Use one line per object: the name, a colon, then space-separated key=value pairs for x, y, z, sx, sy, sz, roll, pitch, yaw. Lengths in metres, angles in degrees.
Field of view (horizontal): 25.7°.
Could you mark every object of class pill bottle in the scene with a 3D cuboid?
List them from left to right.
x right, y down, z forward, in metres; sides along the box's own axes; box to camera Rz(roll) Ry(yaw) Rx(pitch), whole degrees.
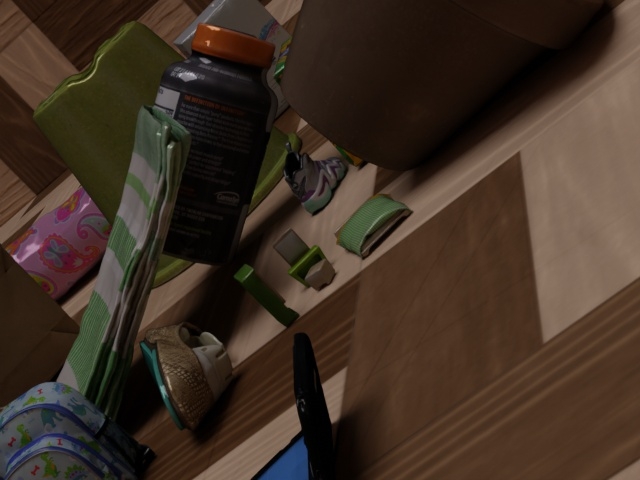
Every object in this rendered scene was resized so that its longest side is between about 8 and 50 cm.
pill bottle: x=-0.122 y=-0.106 z=1.503 sx=0.130 sy=0.130 sz=0.245 roll=-138 pitch=64 yaw=-76

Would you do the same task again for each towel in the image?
towel: x=-0.198 y=0.034 z=1.361 sx=0.248 sy=0.038 sz=0.324 roll=-144 pitch=70 yaw=-73

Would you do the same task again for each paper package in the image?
paper package: x=-0.500 y=0.197 z=1.759 sx=0.325 sy=0.168 sz=0.309 roll=-29 pitch=17 yaw=42

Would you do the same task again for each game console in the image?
game console: x=-0.029 y=0.131 z=0.889 sx=0.071 sy=0.107 sz=0.122 roll=-13 pitch=18 yaw=2

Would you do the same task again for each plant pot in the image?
plant pot: x=-0.209 y=-0.125 z=1.747 sx=0.276 sy=0.254 sz=0.276 roll=-39 pitch=15 yaw=12
plant pot: x=0.081 y=-0.193 z=1.246 sx=0.229 sy=0.263 sz=0.263 roll=-56 pitch=9 yaw=20

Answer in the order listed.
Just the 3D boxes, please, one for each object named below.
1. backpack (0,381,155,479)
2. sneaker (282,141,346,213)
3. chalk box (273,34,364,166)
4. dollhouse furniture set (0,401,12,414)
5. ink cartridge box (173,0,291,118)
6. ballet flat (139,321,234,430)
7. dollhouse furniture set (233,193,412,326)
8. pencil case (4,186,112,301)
backpack: x=-0.215 y=0.180 z=1.152 sx=0.105 sy=0.114 sz=0.084 roll=-38 pitch=15 yaw=17
sneaker: x=-0.012 y=-0.078 z=1.450 sx=0.038 sy=0.069 sz=0.098 roll=-35 pitch=16 yaw=27
chalk box: x=0.043 y=-0.192 z=1.505 sx=0.132 sy=0.132 sz=0.213 roll=-39 pitch=15 yaw=12
dollhouse furniture set: x=-0.313 y=0.235 z=1.285 sx=0.161 sy=0.101 sz=0.182 roll=-45 pitch=14 yaw=-7
ink cartridge box: x=-0.108 y=-0.269 z=2.051 sx=0.127 sy=0.176 sz=0.128 roll=-44 pitch=14 yaw=-3
ballet flat: x=-0.111 y=0.106 z=1.198 sx=0.067 sy=0.073 sz=0.206 roll=-22 pitch=16 yaw=-9
dollhouse furniture set: x=0.000 y=0.000 z=1.211 sx=0.152 sy=0.058 sz=0.076 roll=-44 pitch=15 yaw=-5
pencil case: x=-0.362 y=-0.008 z=2.115 sx=0.284 sy=0.124 sz=0.124 roll=-39 pitch=14 yaw=11
